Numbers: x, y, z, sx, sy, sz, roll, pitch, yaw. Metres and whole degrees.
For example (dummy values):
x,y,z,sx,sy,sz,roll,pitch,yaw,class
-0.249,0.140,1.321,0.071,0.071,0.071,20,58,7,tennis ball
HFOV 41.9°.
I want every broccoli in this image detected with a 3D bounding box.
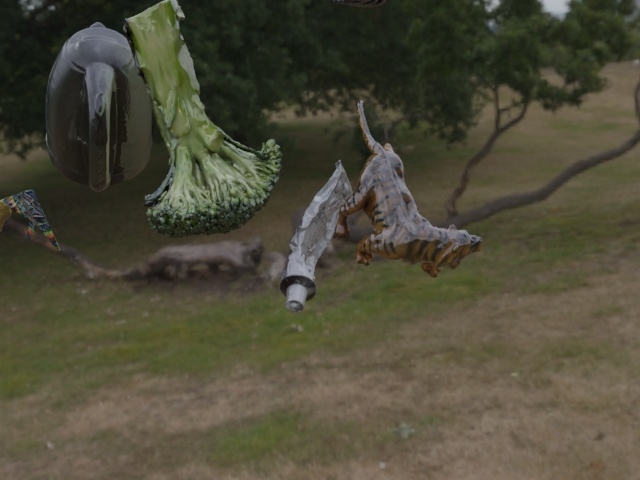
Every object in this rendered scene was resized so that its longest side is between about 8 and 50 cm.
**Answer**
x,y,z,sx,sy,sz,roll,pitch,yaw,class
-0.202,-0.185,1.303,0.221,0.361,0.252,-5,2,29,broccoli

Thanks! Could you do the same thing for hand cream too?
x,y,z,sx,sy,sz,roll,pitch,yaw,class
-0.003,0.000,1.185,0.050,0.084,0.257,-2,47,27,hand cream

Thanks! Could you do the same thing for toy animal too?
x,y,z,sx,sy,sz,roll,pitch,yaw,class
0.074,-0.064,0.968,0.114,0.255,0.116,-14,-24,-21,toy animal

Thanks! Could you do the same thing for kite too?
x,y,z,sx,sy,sz,roll,pitch,yaw,class
-0.372,-0.032,1.082,0.004,0.122,0.090,-21,47,10,kite

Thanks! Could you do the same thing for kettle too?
x,y,z,sx,sy,sz,roll,pitch,yaw,class
-0.462,-0.267,1.738,0.229,0.324,0.320,2,53,-13,kettle

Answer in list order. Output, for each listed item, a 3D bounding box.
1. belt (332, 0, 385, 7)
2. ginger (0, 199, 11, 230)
x,y,z,sx,sy,sz,roll,pitch,yaw,class
0.037,-0.421,1.208,0.140,0.126,0.230,26,2,-31,belt
-0.439,0.043,1.039,0.065,0.298,0.118,38,40,10,ginger
